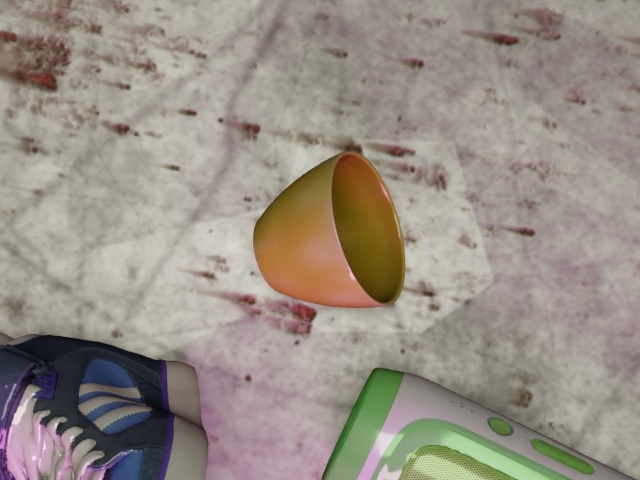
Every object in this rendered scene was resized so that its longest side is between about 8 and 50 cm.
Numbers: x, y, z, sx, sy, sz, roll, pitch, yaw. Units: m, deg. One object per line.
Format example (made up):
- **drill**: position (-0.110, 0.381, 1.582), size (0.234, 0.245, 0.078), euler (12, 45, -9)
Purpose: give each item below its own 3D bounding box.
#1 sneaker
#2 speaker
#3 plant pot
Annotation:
- **sneaker**: position (-0.213, 0.167, 1.137), size (0.236, 0.323, 0.130), euler (8, 108, -9)
- **speaker**: position (0.156, 0.217, 1.228), size (0.297, 0.131, 0.131), euler (25, 86, 2)
- **plant pot**: position (0.000, 0.000, 1.256), size (0.095, 0.134, 0.134), euler (-15, 85, 25)
